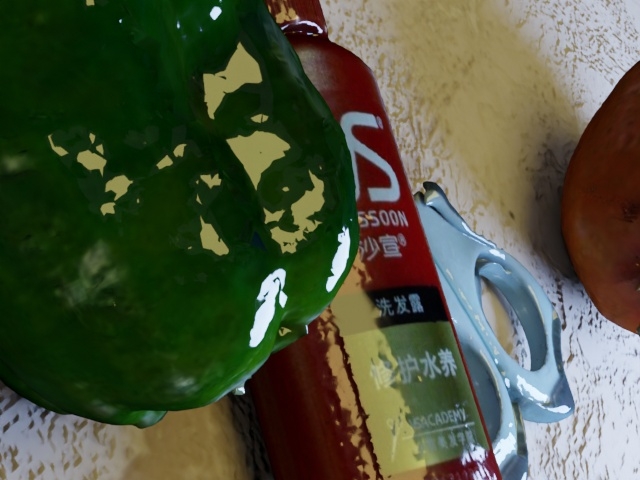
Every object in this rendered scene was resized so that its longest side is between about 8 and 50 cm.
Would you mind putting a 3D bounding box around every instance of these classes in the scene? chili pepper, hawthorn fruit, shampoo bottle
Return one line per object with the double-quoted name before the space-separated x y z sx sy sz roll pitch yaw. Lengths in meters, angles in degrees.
"chili pepper" -0.114 -0.112 0.467 0.385 0.167 0.213 59 34 -6
"hawthorn fruit" 0.254 -0.013 0.858 0.211 0.211 0.299 56 46 -13
"shampoo bottle" 0.001 0.000 0.621 0.118 0.076 0.314 -6 74 -38

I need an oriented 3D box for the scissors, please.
"scissors" 0.037 -0.027 0.725 0.360 0.029 0.191 60 37 -7
